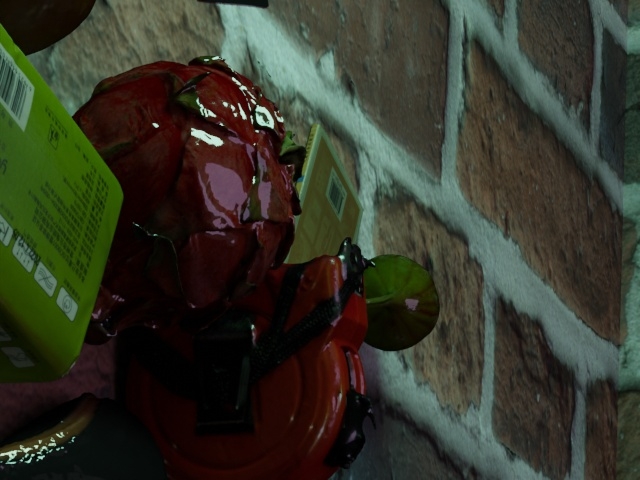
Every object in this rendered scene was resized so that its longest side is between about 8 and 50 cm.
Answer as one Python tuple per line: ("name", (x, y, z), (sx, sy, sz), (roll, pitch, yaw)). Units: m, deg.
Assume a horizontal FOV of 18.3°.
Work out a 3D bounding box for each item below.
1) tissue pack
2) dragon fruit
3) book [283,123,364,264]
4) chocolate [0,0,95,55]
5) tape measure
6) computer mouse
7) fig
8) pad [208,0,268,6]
("tissue pack", (-0.296, -0.040, 1.554), (0.274, 0.167, 0.200), (59, 37, -50))
("dragon fruit", (-0.141, -0.034, 1.836), (0.299, 0.244, 0.244), (-58, 143, -25))
("book", (-0.001, 0.000, 2.436), (0.170, 0.018, 0.241), (62, 32, -43))
("chocolate", (-0.264, -0.228, 1.647), (0.177, 0.177, 0.176), (-4, 90, -67))
("tape measure", (-0.068, 0.140, 1.959), (0.114, 0.253, 0.260), (30, 54, -69))
("computer mouse", (-0.222, 0.243, 1.760), (0.323, 0.116, 0.183), (-34, 112, -64))
("fig", (0.079, 0.073, 2.450), (0.236, 0.124, 0.124), (25, 64, -77))
("pad", (-0.103, -0.333, 2.262), (0.190, 0.004, 0.127), (-10, 96, -68))
